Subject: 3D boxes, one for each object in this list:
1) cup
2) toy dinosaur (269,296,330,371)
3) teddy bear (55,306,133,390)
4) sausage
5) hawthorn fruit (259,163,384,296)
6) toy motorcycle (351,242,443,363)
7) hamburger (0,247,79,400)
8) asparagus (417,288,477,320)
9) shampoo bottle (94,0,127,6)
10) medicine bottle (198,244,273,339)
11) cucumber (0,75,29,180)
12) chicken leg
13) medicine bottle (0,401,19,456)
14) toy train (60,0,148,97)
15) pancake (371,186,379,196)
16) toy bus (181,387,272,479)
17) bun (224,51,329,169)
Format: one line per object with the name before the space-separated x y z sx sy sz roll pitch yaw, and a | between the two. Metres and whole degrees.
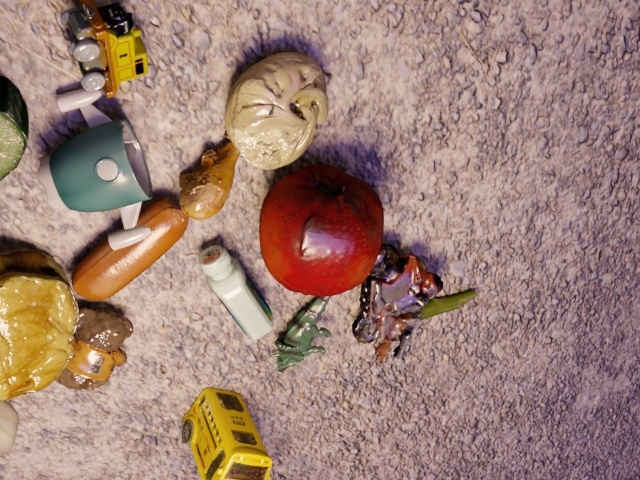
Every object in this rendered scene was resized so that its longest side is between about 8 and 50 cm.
cup | -0.417 -0.126 1.483 0.173 0.167 0.300 -18 102 1
toy dinosaur | -0.020 0.209 1.940 0.120 0.079 0.292 32 103 -38
teddy bear | -0.487 0.229 1.718 0.177 0.140 0.190 19 105 -29
sausage | -0.385 0.021 1.632 0.274 0.105 0.105 -40 129 6
hawthorn fruit | 0.000 0.000 1.688 0.265 0.265 0.307 -10 131 -17
toy motorcycle | 0.180 0.179 1.972 0.207 0.134 0.401 0 122 -16
hamburger | -0.604 0.157 1.561 0.265 0.134 0.285 -8 113 -59
asparagus | 0.323 0.165 2.081 0.178 0.045 0.041 -15 160 -14
shampoo bottle | -0.408 -0.474 1.286 0.085 0.085 0.262 -29 130 -2
medicine bottle | -0.187 0.108 1.765 0.083 0.121 0.229 -31 129 0
cucumber | -0.591 -0.192 1.385 0.191 0.130 0.191 -9 130 -11
chicken leg | -0.213 -0.137 1.613 0.085 0.101 0.208 31 86 -40
medicine bottle | -0.806 0.333 1.613 0.282 0.123 0.375 -18 134 19
toy train | -0.360 -0.330 1.361 0.127 0.089 0.219 -22 159 -17
pancake | 0.087 -0.080 1.821 0.108 0.017 0.108 -13 124 -19
toy bus | -0.212 0.503 1.897 0.144 0.330 0.152 19 111 -33
bun | -0.076 -0.245 1.552 0.209 0.116 0.237 9 105 -38
